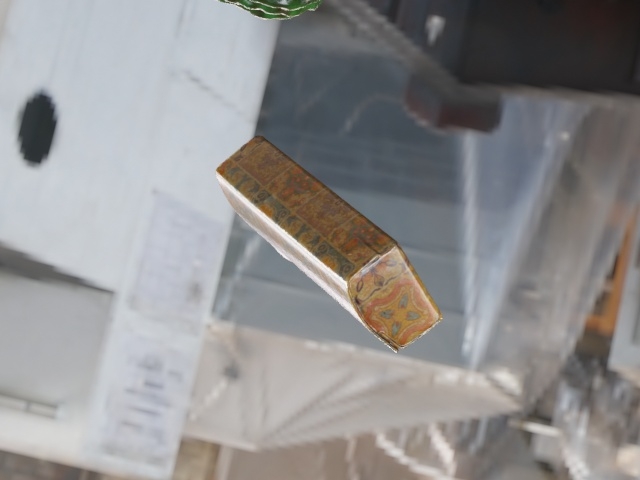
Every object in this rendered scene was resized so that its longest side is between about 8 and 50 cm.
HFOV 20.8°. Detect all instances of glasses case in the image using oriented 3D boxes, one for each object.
[{"bbox_3d":[0.000,0.000,1.211,0.075,0.049,0.218,58,170,-33],"label":"glasses case"}]

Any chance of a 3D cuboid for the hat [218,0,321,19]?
[{"bbox_3d":[-0.116,-0.392,1.782,0.332,0.274,0.242,14,155,-16],"label":"hat"}]
